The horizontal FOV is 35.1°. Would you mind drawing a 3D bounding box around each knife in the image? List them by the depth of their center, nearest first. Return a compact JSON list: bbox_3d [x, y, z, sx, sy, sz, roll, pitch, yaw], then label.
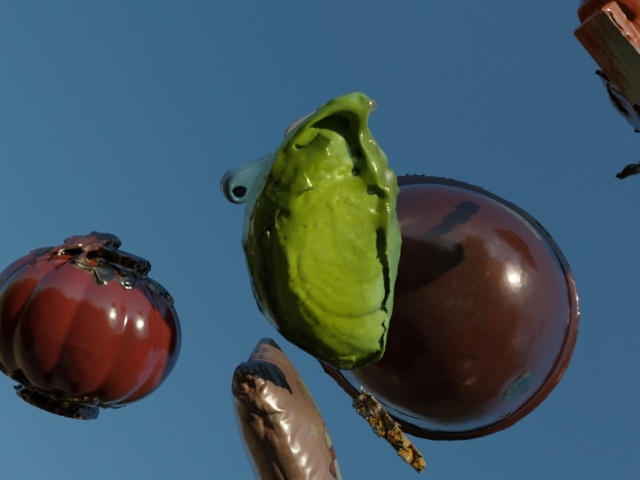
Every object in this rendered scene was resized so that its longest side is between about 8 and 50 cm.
[{"bbox_3d":[-0.031,-0.131,1.364,0.058,0.244,0.032,57,-4,-35],"label":"knife"}]

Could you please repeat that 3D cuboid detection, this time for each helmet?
[{"bbox_3d":[0.130,0.065,1.243,0.385,0.337,0.230,36,0,14],"label":"helmet"}]

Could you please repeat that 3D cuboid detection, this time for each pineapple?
[{"bbox_3d":[0.052,0.149,0.812,0.083,0.019,0.045,46,-4,32],"label":"pineapple"}]

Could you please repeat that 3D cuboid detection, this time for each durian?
[{"bbox_3d":[0.000,0.000,0.883,0.101,0.139,0.250,-137,-147,-63],"label":"durian"}]

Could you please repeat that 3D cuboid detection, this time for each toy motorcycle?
[{"bbox_3d":[0.343,-0.211,0.997,0.326,0.221,0.148,52,-37,0],"label":"toy motorcycle"}]

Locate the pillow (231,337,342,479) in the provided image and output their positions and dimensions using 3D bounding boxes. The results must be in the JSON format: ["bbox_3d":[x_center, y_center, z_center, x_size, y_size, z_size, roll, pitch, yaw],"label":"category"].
[{"bbox_3d":[-0.029,0.213,1.012,0.084,0.236,0.223,-19,-89,-1],"label":"pillow"}]

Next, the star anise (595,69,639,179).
[{"bbox_3d":[0.498,-0.143,1.214,0.346,0.148,0.237,14,-95,13],"label":"star anise"}]

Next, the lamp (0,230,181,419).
[{"bbox_3d":[-0.266,0.093,1.156,0.227,0.227,0.227,18,-50,22],"label":"lamp"}]
